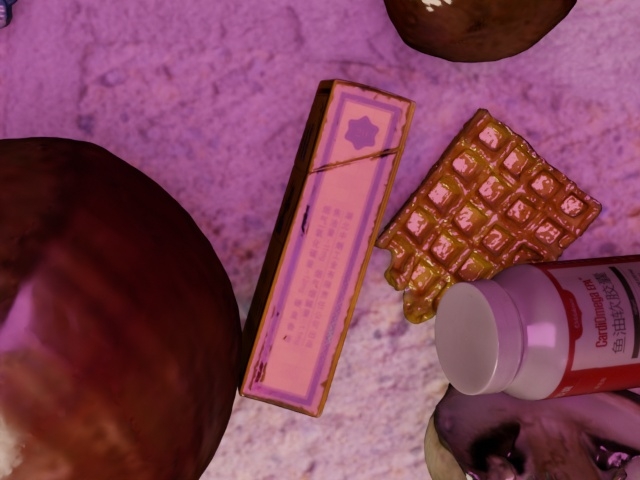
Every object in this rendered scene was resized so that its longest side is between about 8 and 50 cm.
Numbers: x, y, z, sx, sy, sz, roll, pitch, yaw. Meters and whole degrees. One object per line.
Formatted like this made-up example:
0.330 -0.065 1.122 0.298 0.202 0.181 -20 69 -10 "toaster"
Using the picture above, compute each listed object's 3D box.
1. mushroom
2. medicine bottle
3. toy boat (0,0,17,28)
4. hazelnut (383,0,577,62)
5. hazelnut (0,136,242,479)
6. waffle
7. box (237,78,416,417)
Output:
0.217 0.233 1.690 0.267 0.189 0.164 -7 127 -30 "mushroom"
0.242 0.083 1.657 0.250 0.131 0.131 -4 95 -30 "medicine bottle"
-0.391 -0.201 1.659 0.215 0.088 0.102 -2 98 -5 "toy boat"
0.143 -0.275 1.651 0.208 0.208 0.208 0 95 -3 "hazelnut"
-0.272 0.109 1.524 0.421 0.353 0.420 -11 117 -21 "hazelnut"
0.155 -0.001 1.723 0.160 0.055 0.211 38 91 -6 "waffle"
0.000 0.000 1.645 0.084 0.193 0.301 17 94 -6 "box"
